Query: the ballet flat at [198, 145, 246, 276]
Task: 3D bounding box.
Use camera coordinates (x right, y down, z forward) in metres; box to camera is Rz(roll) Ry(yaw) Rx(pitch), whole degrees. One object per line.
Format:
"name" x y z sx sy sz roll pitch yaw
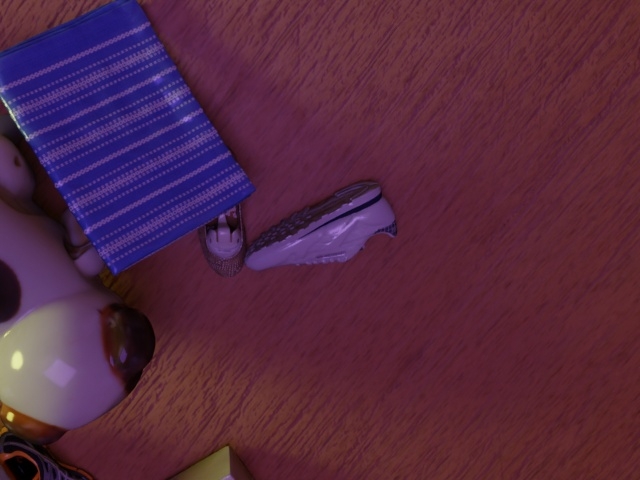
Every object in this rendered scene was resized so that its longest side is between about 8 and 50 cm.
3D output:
"ballet flat" -0.148 -0.038 1.400 0.073 0.067 0.206 -8 105 -5

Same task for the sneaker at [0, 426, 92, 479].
"sneaker" -0.428 0.382 1.478 0.084 0.083 0.215 -45 103 6

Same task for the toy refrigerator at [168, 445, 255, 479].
"toy refrigerator" -0.232 0.446 1.503 0.270 0.094 0.102 -31 110 5

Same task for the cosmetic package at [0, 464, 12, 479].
"cosmetic package" -0.616 0.516 1.304 0.327 0.393 0.329 -24 104 19

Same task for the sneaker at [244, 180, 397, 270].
"sneaker" 0.000 0.000 1.414 0.235 0.090 0.094 -24 113 4

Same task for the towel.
"towel" -0.267 -0.152 1.289 0.243 0.040 0.336 -32 89 -26

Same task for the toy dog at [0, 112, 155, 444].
"toy dog" -0.396 0.061 1.257 0.284 0.395 0.408 -40 96 -6
